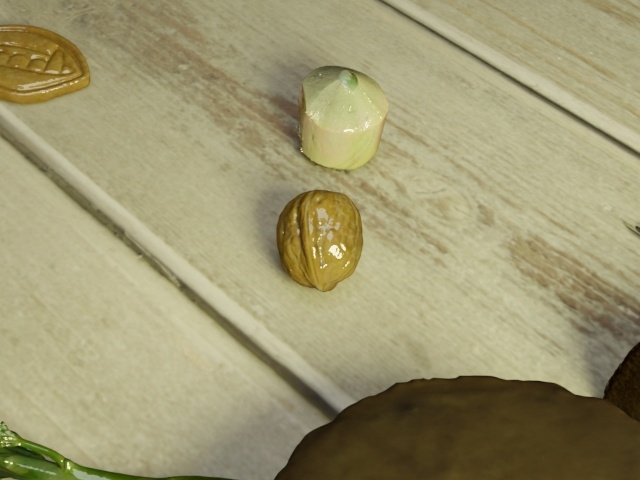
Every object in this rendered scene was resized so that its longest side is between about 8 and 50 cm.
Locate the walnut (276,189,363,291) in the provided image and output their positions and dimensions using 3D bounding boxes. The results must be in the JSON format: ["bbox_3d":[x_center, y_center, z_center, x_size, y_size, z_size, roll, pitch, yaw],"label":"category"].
[{"bbox_3d":[0.000,0.000,1.010,0.105,0.105,0.124,4,66,-1],"label":"walnut"}]

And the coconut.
[{"bbox_3d":[0.026,-0.159,1.122,0.116,0.122,0.116,3,51,-3],"label":"coconut"}]

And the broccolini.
[{"bbox_3d":[-0.210,0.205,0.837,0.392,0.074,0.078,5,58,1],"label":"broccolini"}]

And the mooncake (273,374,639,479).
[{"bbox_3d":[0.125,0.259,0.703,0.324,0.187,0.324,-7,28,4],"label":"mooncake"}]

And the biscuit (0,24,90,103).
[{"bbox_3d":[-0.418,-0.243,1.217,0.221,0.029,0.142,10,51,4],"label":"biscuit"}]

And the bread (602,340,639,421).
[{"bbox_3d":[0.497,0.131,0.897,0.417,0.165,0.113,-6,53,-10],"label":"bread"}]
